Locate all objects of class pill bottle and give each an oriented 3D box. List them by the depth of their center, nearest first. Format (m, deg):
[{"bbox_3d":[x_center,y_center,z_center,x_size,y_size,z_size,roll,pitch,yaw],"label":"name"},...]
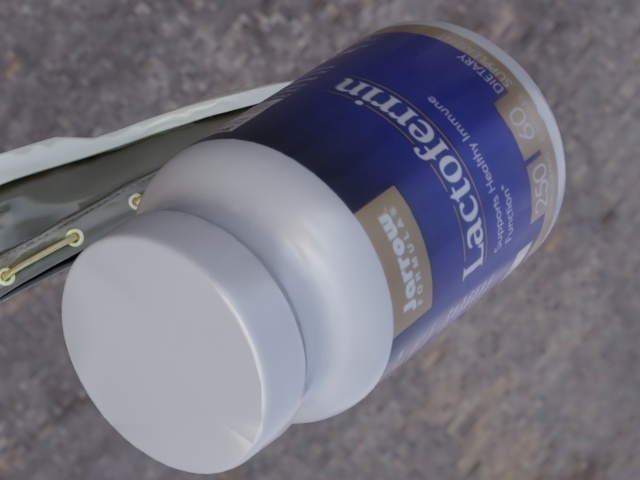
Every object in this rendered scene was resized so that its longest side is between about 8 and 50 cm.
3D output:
[{"bbox_3d":[0.000,0.000,1.001,0.265,0.153,0.153,-37,160,-45],"label":"pill bottle"}]

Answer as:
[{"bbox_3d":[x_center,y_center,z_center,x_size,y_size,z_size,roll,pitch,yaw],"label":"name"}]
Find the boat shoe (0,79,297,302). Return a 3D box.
[{"bbox_3d":[-0.109,-0.036,1.315,0.305,0.091,0.109,-18,176,-24],"label":"boat shoe"}]
